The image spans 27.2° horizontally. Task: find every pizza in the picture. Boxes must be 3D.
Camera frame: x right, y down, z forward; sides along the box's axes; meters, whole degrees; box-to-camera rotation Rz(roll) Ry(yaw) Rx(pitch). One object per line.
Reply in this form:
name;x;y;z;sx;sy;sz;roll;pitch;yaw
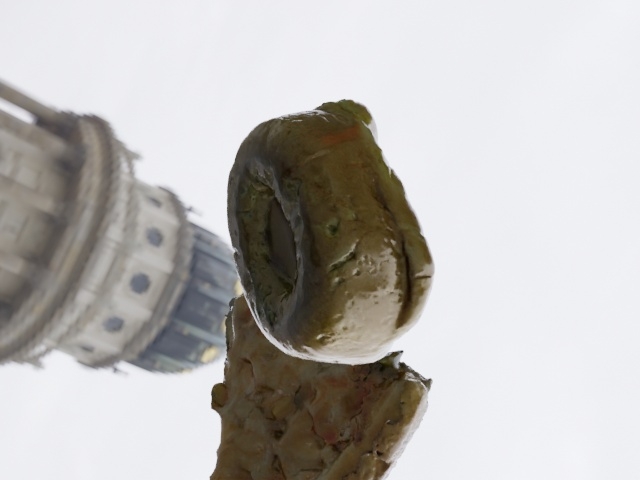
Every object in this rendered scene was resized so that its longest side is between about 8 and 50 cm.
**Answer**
pizza;-0.015;0.269;1.907;0.392;0.080;0.434;-8;-107;34

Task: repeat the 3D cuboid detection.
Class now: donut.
donut;0.000;0.000;1.294;0.208;0.128;0.261;-55;-132;47
